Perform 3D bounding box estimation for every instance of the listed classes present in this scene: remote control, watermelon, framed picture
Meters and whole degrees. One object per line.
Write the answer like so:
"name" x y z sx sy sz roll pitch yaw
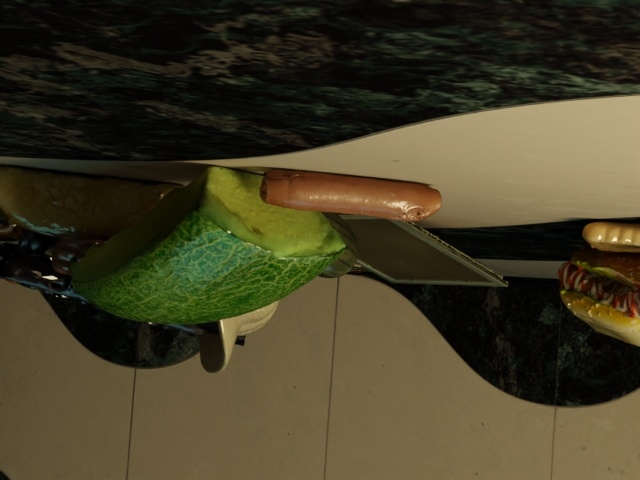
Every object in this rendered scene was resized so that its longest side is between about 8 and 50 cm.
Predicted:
"remote control" -0.295 0.081 1.804 0.398 0.062 0.144 20 173 -31
"watermelon" 0.000 0.000 1.515 0.078 0.078 0.111 -1 141 52
"framed picture" 0.095 0.009 1.635 0.217 0.017 0.274 1 160 42

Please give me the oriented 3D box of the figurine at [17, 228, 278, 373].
"figurine" -0.195 0.005 1.508 0.332 0.204 0.185 34 173 -7

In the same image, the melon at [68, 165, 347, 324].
"melon" -0.150 0.029 1.284 0.196 0.124 0.323 18 148 -41

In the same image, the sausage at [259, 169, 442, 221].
"sausage" 0.033 -0.043 1.192 0.186 0.043 0.043 5 176 -15

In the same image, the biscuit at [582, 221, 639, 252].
"biscuit" 0.449 0.000 1.469 0.249 0.030 0.160 3 176 19

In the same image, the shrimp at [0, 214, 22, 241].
"shrimp" -0.444 -0.025 1.684 0.152 0.063 0.287 20 169 -32

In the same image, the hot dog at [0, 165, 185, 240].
"hot dog" -0.264 -0.037 1.372 0.242 0.073 0.084 6 -179 -20

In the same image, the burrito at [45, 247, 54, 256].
"burrito" -0.411 -0.007 1.931 0.117 0.076 0.392 15 173 -13

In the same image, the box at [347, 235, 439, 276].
"box" 0.043 0.016 1.853 0.240 0.071 0.159 6 173 -15

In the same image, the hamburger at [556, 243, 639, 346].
"hamburger" 0.415 0.060 1.588 0.173 0.116 0.210 -25 -158 -21
